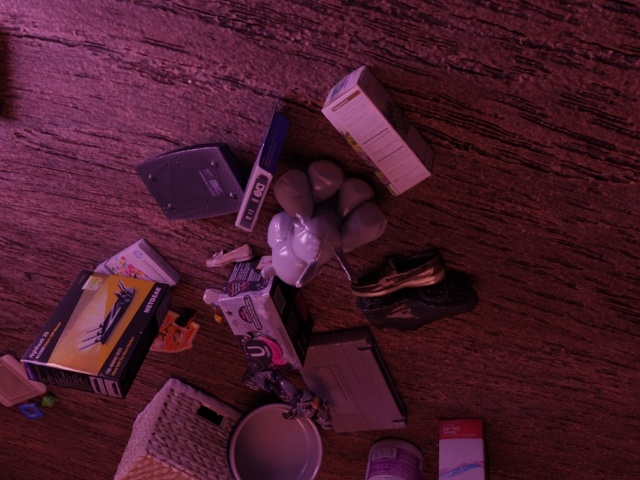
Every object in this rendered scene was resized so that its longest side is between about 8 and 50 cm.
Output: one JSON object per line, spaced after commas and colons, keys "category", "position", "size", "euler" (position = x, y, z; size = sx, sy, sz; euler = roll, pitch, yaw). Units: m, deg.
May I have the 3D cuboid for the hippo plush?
{"category": "hippo plush", "position": [0.000, 0.000, 1.376], "size": [0.234, 0.294, 0.236], "euler": [-3, 154, -21]}

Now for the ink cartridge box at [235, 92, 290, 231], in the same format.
{"category": "ink cartridge box", "position": [-0.108, -0.158, 1.279], "size": [0.045, 0.206, 0.208], "euler": [18, 130, -8]}

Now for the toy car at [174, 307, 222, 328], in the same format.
{"category": "toy car", "position": [-0.328, 0.224, 1.727], "size": [0.122, 0.060, 0.041], "euler": [13, 146, 8]}

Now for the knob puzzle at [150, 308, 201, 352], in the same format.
{"category": "knob puzzle", "position": [-0.449, 0.260, 1.803], "size": [0.213, 0.030, 0.213], "euler": [7, 129, 9]}

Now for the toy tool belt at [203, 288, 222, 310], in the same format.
{"category": "toy tool belt", "position": [-0.267, 0.159, 1.673], "size": [0.083, 0.052, 0.051], "euler": [25, 160, -2]}

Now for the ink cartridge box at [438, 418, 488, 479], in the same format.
{"category": "ink cartridge box", "position": [0.392, 0.674, 1.729], "size": [0.131, 0.306, 0.226], "euler": [-3, 125, 17]}

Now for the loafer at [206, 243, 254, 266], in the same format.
{"category": "loafer", "position": [-0.225, 0.035, 1.568], "size": [0.125, 0.045, 0.039], "euler": [-11, 107, 14]}

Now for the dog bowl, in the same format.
{"category": "dog bowl", "position": [-0.134, 0.601, 1.830], "size": [0.264, 0.265, 0.104], "euler": [30, 160, -9]}

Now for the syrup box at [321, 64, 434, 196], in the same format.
{"category": "syrup box", "position": [0.116, -0.212, 1.251], "size": [0.096, 0.093, 0.237], "euler": [-31, 114, 32]}

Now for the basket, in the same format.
{"category": "basket", "position": [-0.422, 0.660, 1.957], "size": [0.328, 0.266, 0.331], "euler": [32, 130, -12]}

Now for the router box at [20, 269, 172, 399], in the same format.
{"category": "router box", "position": [-0.534, 0.219, 1.565], "size": [0.242, 0.309, 0.081], "euler": [8, 132, 7]}

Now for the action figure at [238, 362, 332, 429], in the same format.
{"category": "action figure", "position": [-0.081, 0.424, 1.747], "size": [0.285, 0.099, 0.185], "euler": [36, 141, 10]}

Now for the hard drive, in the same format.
{"category": "hard drive", "position": [-0.275, -0.131, 1.417], "size": [0.254, 0.054, 0.172], "euler": [-7, 126, 33]}

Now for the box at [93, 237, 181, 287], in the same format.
{"category": "box", "position": [-0.479, 0.088, 1.673], "size": [0.186, 0.038, 0.145], "euler": [-26, 117, 29]}

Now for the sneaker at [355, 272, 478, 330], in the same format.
{"category": "sneaker", "position": [0.234, 0.153, 1.513], "size": [0.286, 0.109, 0.130], "euler": [-5, 135, 27]}

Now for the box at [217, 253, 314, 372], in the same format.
{"category": "box", "position": [-0.130, 0.181, 1.573], "size": [0.142, 0.163, 0.247], "euler": [-9, 124, 19]}

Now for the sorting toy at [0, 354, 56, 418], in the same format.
{"category": "sorting toy", "position": [-1.013, 0.450, 2.087], "size": [0.196, 0.047, 0.348], "euler": [-25, 118, 24]}

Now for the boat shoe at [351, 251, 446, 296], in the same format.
{"category": "boat shoe", "position": [0.172, 0.072, 1.472], "size": [0.223, 0.080, 0.073], "euler": [-12, 118, 16]}

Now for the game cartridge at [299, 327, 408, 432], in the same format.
{"category": "game cartridge", "position": [0.079, 0.390, 1.751], "size": [0.230, 0.068, 0.355], "euler": [-8, 124, 25]}

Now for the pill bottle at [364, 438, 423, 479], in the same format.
{"category": "pill bottle", "position": [0.202, 0.737, 1.829], "size": [0.169, 0.302, 0.169], "euler": [7, 129, 9]}
